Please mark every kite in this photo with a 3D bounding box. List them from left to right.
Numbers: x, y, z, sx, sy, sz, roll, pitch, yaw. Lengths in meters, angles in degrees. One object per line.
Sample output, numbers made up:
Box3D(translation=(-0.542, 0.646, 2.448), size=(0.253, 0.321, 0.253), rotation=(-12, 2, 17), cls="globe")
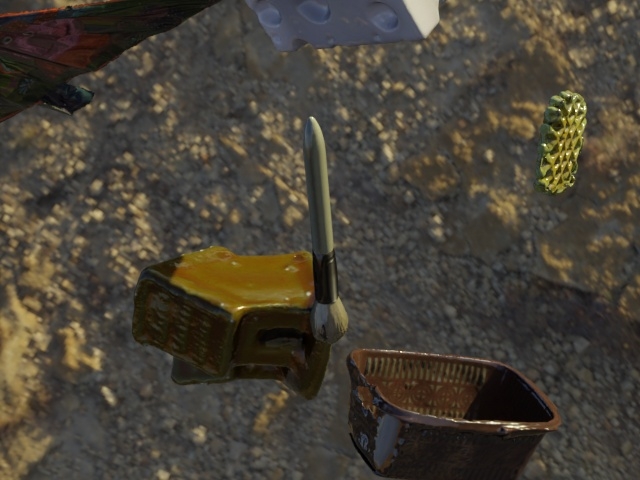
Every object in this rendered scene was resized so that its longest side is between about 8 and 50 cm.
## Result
Box3D(translation=(-0.208, -0.121, 0.742), size=(0.321, 0.234, 0.016), rotation=(-25, 78, 14), cls="kite")

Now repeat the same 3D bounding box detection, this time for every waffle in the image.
Box3D(translation=(0.412, -0.165, 1.876), size=(0.036, 0.169, 0.183), rotation=(15, 103, 32), cls="waffle")

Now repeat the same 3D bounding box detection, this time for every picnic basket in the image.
Box3D(translation=(0.179, 0.261, 1.566), size=(0.222, 0.297, 0.129), rotation=(-130, 51, -64), cls="picnic basket")

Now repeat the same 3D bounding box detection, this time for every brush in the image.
Box3D(translation=(0.000, 0.000, 1.108), size=(0.042, 0.299, 0.039), rotation=(-21, 45, -16), cls="brush")

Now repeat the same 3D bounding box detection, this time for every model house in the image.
Box3D(translation=(-0.114, 0.116, 1.361), size=(0.239, 0.268, 0.173), rotation=(1, 44, -13), cls="model house")

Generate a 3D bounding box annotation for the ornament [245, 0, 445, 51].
Box3D(translation=(0.036, -0.377, 1.201), size=(0.239, 0.239, 0.240), rotation=(6, 50, 48), cls="ornament")
